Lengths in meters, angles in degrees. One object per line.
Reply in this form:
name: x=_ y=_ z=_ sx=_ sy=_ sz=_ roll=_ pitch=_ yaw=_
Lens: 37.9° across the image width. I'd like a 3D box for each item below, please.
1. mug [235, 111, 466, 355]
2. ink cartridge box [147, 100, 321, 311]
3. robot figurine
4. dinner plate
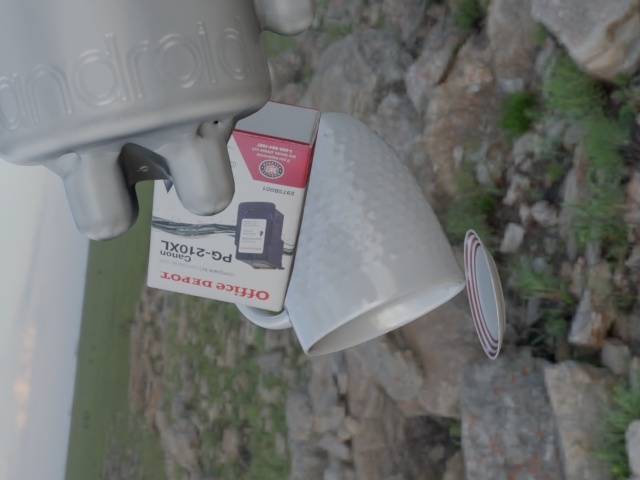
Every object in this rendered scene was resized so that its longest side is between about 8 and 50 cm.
mug: x=0.000 y=0.000 z=1.496 sx=0.374 sy=0.276 sz=0.328 roll=-31 pitch=73 yaw=24
ink cartridge box: x=-0.105 y=-0.046 z=1.103 sx=0.100 sy=0.172 sz=0.237 roll=-79 pitch=0 yaw=-56
robot figurine: x=-0.152 y=-0.181 z=0.649 sx=0.200 sy=0.300 sz=0.353 roll=-168 pitch=63 yaw=-78
dinner plate: x=0.177 y=0.056 z=0.997 sx=0.141 sy=0.017 sz=0.141 roll=169 pitch=90 yaw=-89
